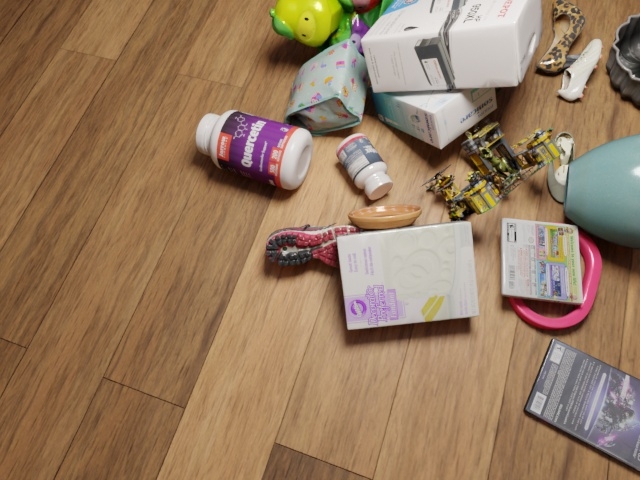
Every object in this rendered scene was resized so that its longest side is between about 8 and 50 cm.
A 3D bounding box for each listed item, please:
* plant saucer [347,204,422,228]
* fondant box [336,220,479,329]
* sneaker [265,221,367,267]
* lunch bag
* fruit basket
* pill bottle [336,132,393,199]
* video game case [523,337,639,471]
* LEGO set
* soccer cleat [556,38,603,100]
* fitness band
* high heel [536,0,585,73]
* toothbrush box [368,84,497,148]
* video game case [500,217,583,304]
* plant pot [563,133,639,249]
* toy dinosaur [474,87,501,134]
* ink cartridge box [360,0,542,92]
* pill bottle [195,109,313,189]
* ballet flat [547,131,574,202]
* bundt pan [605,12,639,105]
[{"bbox_3d":[0.175,-0.064,1.238,0.200,0.200,0.037,-6,102,3],"label":"plant saucer"},{"bbox_3d":[0.217,0.086,1.158,0.330,0.096,0.238,-7,95,4],"label":"fondant box"},{"bbox_3d":[0.000,0.000,1.261,0.299,0.112,0.120,2,109,-5],"label":"sneaker"},{"bbox_3d":[0.007,-0.454,1.409,0.262,0.160,0.223,-8,63,39],"label":"lunch bag"},{"bbox_3d":[0.053,-0.687,1.388,0.392,0.392,0.283,-44,71,-12],"label":"fruit basket"},{"bbox_3d":[0.132,-0.213,1.329,0.108,0.108,0.180,-28,69,-6],"label":"pill bottle"},{"bbox_3d":[0.653,0.384,1.082,0.274,0.026,0.196,27,73,14],"label":"video game case"},{"bbox_3d":[0.438,-0.217,1.221,0.331,0.255,0.192,-36,92,-1],"label":"LEGO set"},{"bbox_3d":[0.789,-0.524,1.383,0.076,0.068,0.196,22,95,-3],"label":"soccer cleat"},{"bbox_3d":[0.609,0.091,1.193,0.209,0.054,0.290,22,73,11],"label":"fitness band"},{"bbox_3d":[0.741,-0.658,1.451,0.186,0.093,0.261,-14,76,-7],"label":"high heel"},{"bbox_3d":[0.320,-0.415,1.322,0.216,0.126,0.295,-36,43,-9],"label":"toothbrush box"},{"bbox_3d":[0.563,0.051,1.170,0.193,0.023,0.212,6,69,5],"label":"video game case"},{"bbox_3d":[0.735,-0.127,1.159,0.195,0.290,0.290,5,68,25],"label":"plant pot"},{"bbox_3d":[0.496,-0.463,1.416,0.118,0.064,0.268,29,76,1],"label":"toy dinosaur"},{"bbox_3d":[0.353,-0.545,1.215,0.395,0.166,0.285,9,51,32],"label":"ink cartridge box"},{"bbox_3d":[-0.196,-0.275,1.347,0.323,0.181,0.181,18,71,12],"label":"pill bottle"},{"bbox_3d":[0.688,-0.213,1.295,0.072,0.068,0.213,6,69,7],"label":"ballet flat"},{"bbox_3d":[1.020,-0.526,1.358,0.331,0.124,0.330,-2,69,5],"label":"bundt pan"}]
